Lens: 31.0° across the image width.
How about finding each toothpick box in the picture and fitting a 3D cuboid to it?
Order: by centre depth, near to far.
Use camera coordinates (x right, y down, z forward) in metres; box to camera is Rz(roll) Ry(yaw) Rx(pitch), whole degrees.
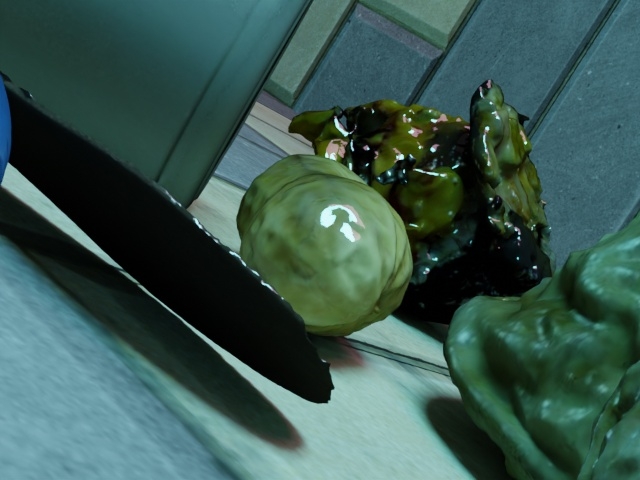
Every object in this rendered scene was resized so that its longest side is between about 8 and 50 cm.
[{"bbox_3d":[-0.169,-0.180,0.720,0.316,0.229,0.229,31,7,-6],"label":"toothpick box"}]

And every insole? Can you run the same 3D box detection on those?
[{"bbox_3d":[-0.115,-0.030,0.527,0.328,0.007,0.111,38,-26,21],"label":"insole"}]

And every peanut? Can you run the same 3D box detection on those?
[{"bbox_3d":[0.000,0.000,0.711,0.229,0.098,0.103,-107,180,-78],"label":"peanut"}]

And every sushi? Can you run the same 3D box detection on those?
[{"bbox_3d":[0.085,-0.032,0.982,0.200,0.204,0.213,59,26,-44],"label":"sushi"}]

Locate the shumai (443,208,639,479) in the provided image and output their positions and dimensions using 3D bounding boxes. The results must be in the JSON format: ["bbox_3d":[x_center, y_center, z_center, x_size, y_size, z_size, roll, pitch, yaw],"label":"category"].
[{"bbox_3d":[0.289,0.062,0.625,0.324,0.323,0.397,24,11,-39],"label":"shumai"}]

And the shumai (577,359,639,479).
[{"bbox_3d":[0.172,0.102,0.401,0.184,0.184,0.142,33,8,7],"label":"shumai"}]

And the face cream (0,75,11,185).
[{"bbox_3d":[-0.169,-0.050,0.364,0.149,0.083,0.264,35,6,-18],"label":"face cream"}]
